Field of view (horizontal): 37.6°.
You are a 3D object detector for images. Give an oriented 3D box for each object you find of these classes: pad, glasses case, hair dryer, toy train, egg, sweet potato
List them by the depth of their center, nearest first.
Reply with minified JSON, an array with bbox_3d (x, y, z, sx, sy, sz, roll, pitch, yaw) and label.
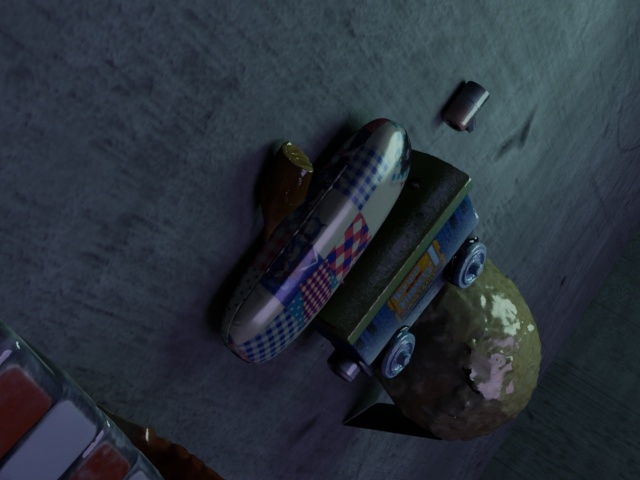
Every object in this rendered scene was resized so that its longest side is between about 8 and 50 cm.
[{"bbox_3d":[-0.041,-0.046,0.998,0.049,0.049,0.117,-21,140,-52],"label":"sweet potato"},{"bbox_3d":[0.000,0.000,1.087,0.327,0.076,0.125,-54,153,-11],"label":"glasses case"},{"bbox_3d":[0.102,0.043,1.240,0.300,0.131,0.202,-52,147,-14],"label":"toy train"},{"bbox_3d":[0.205,-0.171,1.317,0.063,0.037,0.114,-53,161,-7],"label":"hair dryer"},{"bbox_3d":[0.209,0.163,1.440,0.279,0.279,0.310,-30,129,-44],"label":"egg"},{"bbox_3d":[0.145,0.301,1.572,0.116,0.193,0.004,-18,104,-52],"label":"pad"}]

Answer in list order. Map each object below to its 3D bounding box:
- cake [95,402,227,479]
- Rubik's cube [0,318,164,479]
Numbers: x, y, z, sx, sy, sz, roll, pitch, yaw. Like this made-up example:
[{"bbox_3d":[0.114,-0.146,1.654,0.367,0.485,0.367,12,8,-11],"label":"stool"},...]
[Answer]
[{"bbox_3d":[-0.168,0.345,0.896,0.269,0.319,0.270,-51,159,-19],"label":"cake"},{"bbox_3d":[-0.282,0.127,0.517,0.256,0.259,0.253,-49,152,-20],"label":"Rubik's cube"}]
